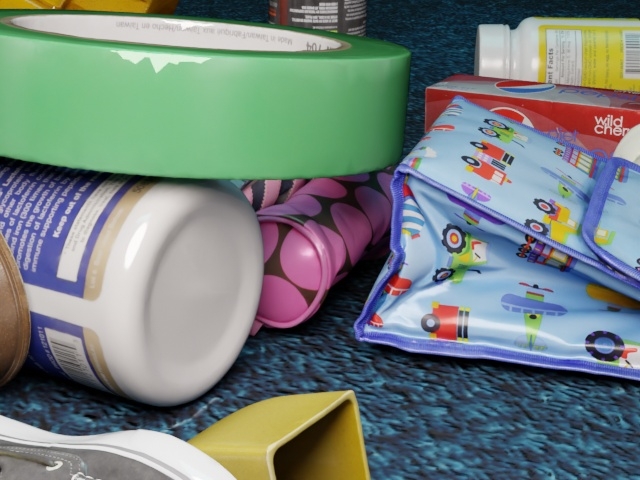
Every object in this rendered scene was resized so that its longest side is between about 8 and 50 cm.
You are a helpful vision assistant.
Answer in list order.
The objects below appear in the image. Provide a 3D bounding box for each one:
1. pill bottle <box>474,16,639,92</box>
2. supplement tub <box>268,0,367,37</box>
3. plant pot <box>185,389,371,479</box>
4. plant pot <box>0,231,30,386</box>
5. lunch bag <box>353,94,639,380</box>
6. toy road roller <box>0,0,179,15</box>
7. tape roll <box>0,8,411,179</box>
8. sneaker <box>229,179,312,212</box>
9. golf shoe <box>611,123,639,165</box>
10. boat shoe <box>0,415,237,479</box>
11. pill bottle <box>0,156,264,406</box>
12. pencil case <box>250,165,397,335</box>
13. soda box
[{"bbox_3d":[0.282,-0.195,1.566,0.209,0.119,0.119,2,19,3],"label":"pill bottle"},{"bbox_3d":[-0.004,-0.201,1.456,0.106,0.197,0.106,1,19,-1],"label":"supplement tub"},{"bbox_3d":[-0.031,0.126,0.707,0.083,0.081,0.081,-2,15,33],"label":"plant pot"},{"bbox_3d":[-0.288,0.053,0.807,0.167,0.167,0.165,13,31,32],"label":"plant pot"},{"bbox_3d":[0.199,0.019,0.988,0.293,0.138,0.221,17,22,9],"label":"lunch bag"},{"bbox_3d":[-0.263,-0.227,1.360,0.330,0.240,0.202,30,22,2],"label":"toy road roller"},{"bbox_3d":[-0.100,-0.107,0.941,0.321,0.077,0.321,4,13,-1],"label":"tape roll"},{"bbox_3d":[-0.079,-0.025,1.120,0.319,0.131,0.112,-35,51,-25],"label":"sneaker"},{"bbox_3d":[0.410,-0.043,1.179,0.306,0.115,0.140,-6,30,0],"label":"golf shoe"},{"bbox_3d":[-0.140,0.134,0.684,0.229,0.080,0.076,11,28,30],"label":"boat shoe"},{"bbox_3d":[-0.183,0.009,0.921,0.265,0.153,0.153,13,23,30],"label":"pill bottle"},{"bbox_3d":[0.000,0.000,1.047,0.095,0.098,0.209,27,24,16],"label":"pencil case"},{"bbox_3d":[0.236,-0.102,1.337,0.263,0.092,0.083,10,20,25],"label":"soda box"}]
